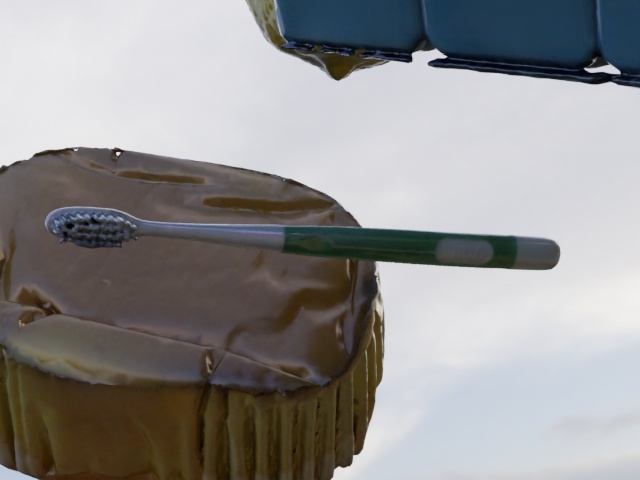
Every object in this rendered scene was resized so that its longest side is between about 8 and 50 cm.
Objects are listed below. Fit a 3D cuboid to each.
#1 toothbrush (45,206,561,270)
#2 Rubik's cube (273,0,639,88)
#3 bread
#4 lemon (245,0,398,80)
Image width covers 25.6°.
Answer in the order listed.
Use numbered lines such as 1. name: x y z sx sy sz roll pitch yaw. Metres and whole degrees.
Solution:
1. toothbrush: 0.000 0.000 0.666 0.257 0.018 0.024 3 10 -21
2. Rubik's cube: 0.132 -0.256 0.690 0.387 0.368 0.358 11 -26 31
3. bread: -0.102 0.063 0.925 0.288 0.204 0.156 3 -41 2
4. lemon: 0.021 -0.230 1.115 0.180 0.180 0.193 3 -67 -39
